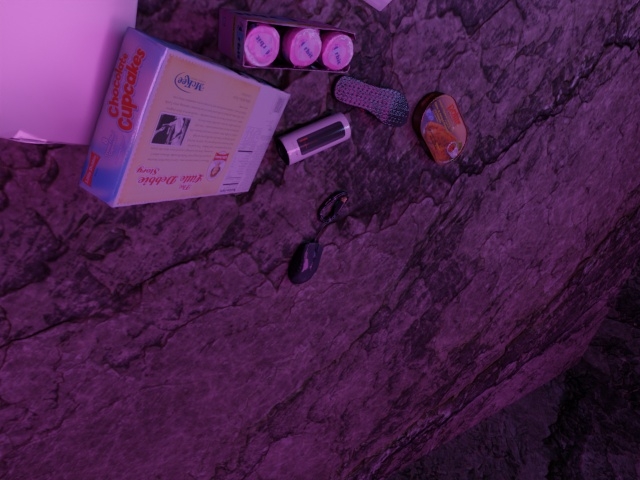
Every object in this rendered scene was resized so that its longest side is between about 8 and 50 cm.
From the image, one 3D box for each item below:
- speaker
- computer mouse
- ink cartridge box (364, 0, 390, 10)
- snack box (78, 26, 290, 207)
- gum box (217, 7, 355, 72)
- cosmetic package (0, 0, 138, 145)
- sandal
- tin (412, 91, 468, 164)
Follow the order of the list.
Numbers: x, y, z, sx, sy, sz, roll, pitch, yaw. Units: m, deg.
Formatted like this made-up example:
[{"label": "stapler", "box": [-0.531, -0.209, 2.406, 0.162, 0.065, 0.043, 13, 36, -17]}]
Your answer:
[{"label": "speaker", "box": [-0.014, -0.189, 0.819, 0.136, 0.055, 0.055, -27, 133, -17]}, {"label": "computer mouse", "box": [0.000, 0.000, 0.976, 0.071, 0.041, 0.242, 14, 111, -40]}, {"label": "ink cartridge box", "box": [0.108, -0.482, 0.654, 0.188, 0.066, 0.232, 10, 157, -39]}, {"label": "snack box", "box": [-0.163, -0.152, 0.616, 0.187, 0.060, 0.322, -63, 168, 17]}, {"label": "gum box", "box": [-0.049, -0.303, 0.674, 0.188, 0.107, 0.062, -10, 126, -31]}, {"label": "cosmetic package", "box": [-0.302, -0.299, 0.460, 0.196, 0.155, 0.366, 1, 121, -37]}, {"label": "sandal", "box": [0.098, -0.275, 0.857, 0.179, 0.040, 0.067, 15, 106, -26]}, {"label": "tin", "box": [0.272, -0.251, 0.995, 0.106, 0.040, 0.189, -42, 136, 3]}]
